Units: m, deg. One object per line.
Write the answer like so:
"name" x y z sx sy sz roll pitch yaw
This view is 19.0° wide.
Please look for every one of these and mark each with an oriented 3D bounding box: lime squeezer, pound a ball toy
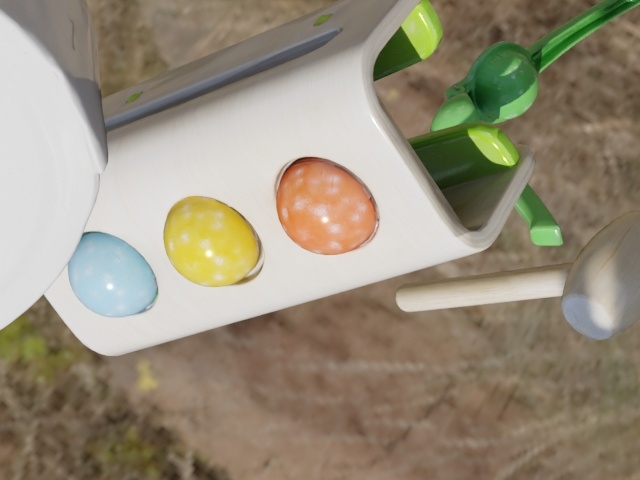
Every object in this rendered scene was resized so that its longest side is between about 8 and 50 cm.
"lime squeezer" 0.132 -0.094 1.246 0.110 0.310 0.059 -16 117 30
"pound a ball toy" 0.000 0.000 1.029 0.319 0.136 0.208 -16 116 39

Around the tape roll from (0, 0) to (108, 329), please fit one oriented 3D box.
"tape roll" -0.240 -0.056 0.840 0.286 0.100 0.286 -6 137 -6
